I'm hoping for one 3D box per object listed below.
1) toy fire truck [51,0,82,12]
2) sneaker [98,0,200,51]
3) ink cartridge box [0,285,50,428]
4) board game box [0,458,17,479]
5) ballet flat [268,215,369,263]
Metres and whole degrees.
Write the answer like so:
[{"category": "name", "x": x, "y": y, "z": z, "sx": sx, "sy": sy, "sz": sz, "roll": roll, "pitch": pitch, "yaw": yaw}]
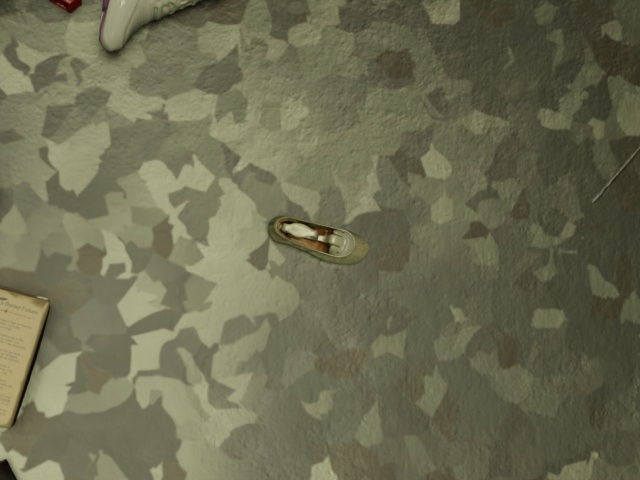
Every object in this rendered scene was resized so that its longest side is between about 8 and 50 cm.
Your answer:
[{"category": "toy fire truck", "x": -0.413, "y": -0.464, "z": 1.681, "sx": 0.192, "sy": 0.047, "sz": 0.135, "roll": 44, "pitch": 78, "yaw": -3}, {"category": "sneaker", "x": -0.224, "y": -0.404, "z": 1.677, "sx": 0.152, "sy": 0.114, "sz": 0.305, "roll": 35, "pitch": 78, "yaw": -4}, {"category": "ink cartridge box", "x": -0.526, "y": 0.147, "z": 1.558, "sx": 0.234, "sy": 0.088, "sz": 0.193, "roll": 17, "pitch": 78, "yaw": -9}, {"category": "board game box", "x": -0.529, "y": 0.428, "z": 1.519, "sx": 0.259, "sy": 0.030, "sz": 0.136, "roll": -26, "pitch": 91, "yaw": -29}, {"category": "ballet flat", "x": 0.000, "y": 0.000, "z": 1.705, "sx": 0.168, "sy": 0.052, "sz": 0.057, "roll": 13, "pitch": 80, "yaw": -10}]
